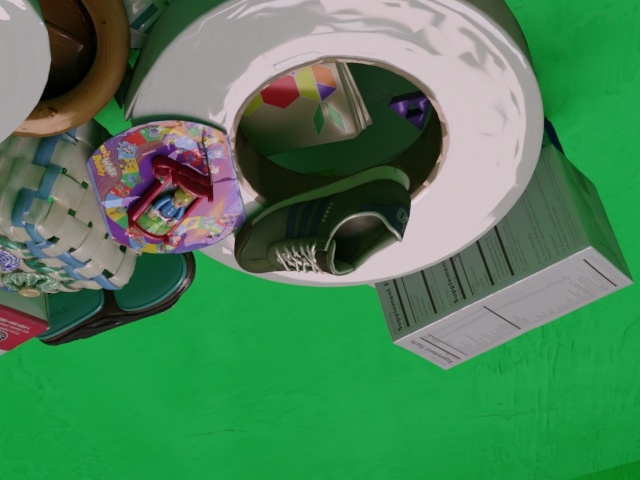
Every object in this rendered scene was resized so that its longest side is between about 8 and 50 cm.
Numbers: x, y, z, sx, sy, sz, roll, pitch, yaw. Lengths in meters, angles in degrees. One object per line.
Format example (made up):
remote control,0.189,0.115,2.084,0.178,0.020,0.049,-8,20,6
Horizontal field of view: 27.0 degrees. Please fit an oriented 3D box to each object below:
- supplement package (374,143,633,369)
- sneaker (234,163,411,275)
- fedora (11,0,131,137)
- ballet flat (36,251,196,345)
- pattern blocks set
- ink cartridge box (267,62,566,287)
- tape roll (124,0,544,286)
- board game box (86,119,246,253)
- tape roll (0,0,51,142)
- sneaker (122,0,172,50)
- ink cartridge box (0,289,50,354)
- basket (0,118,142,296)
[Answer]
supplement package,0.193,0.024,1.474,0.244,0.133,0.139,-27,149,21
sneaker,0.000,0.000,1.260,0.192,0.086,0.064,-25,131,19
fedora,-0.270,-0.188,1.206,0.194,0.194,0.079,-7,-170,-15
ballet flat,-0.251,0.065,1.710,0.280,0.095,0.096,-19,163,30
pattern blocks set,-0.051,-0.150,1.332,0.325,0.026,0.285,-2,124,11
ink cartridge box,0.126,-0.068,1.572,0.270,0.151,0.395,-29,147,24
tape roll,0.014,-0.110,1.263,0.392,0.072,0.392,-2,135,-2
board game box,-0.142,-0.037,1.245,0.133,0.033,0.168,-10,135,-1
tape roll,-0.346,-0.148,0.969,0.286,0.100,0.286,-17,154,-9
sneaker,-0.148,-0.219,1.241,0.161,0.057,0.075,4,134,4
ink cartridge box,-0.508,0.086,1.572,0.306,0.131,0.226,-30,148,23
basket,-0.332,-0.060,1.339,0.289,0.201,0.255,15,166,28
